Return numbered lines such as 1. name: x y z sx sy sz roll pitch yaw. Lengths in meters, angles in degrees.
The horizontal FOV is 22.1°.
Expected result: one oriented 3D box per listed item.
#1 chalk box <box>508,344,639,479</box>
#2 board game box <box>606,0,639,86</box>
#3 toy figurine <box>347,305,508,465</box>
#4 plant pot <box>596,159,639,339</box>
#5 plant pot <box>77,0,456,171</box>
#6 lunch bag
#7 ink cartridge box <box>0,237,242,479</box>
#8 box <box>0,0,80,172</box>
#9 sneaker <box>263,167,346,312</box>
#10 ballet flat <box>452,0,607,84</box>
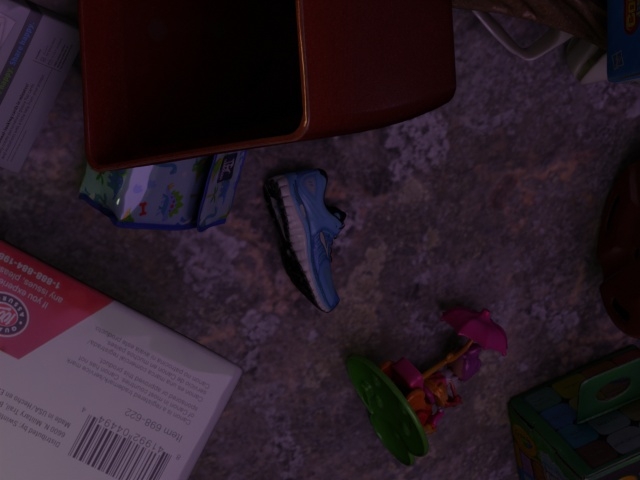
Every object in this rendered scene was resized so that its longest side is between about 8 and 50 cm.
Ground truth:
1. chalk box: 0.335 0.250 1.853 0.180 0.179 0.289 -20 120 -14
2. board game box: 0.425 -0.291 1.598 0.301 0.086 0.308 6 82 -28
3. toy figurine: 0.132 0.144 1.755 0.159 0.130 0.173 -35 147 -17
4. plant pot: 0.459 0.019 1.759 0.265 0.272 0.272 6 112 -20
5. plant pot: -0.031 -0.201 1.381 0.235 0.267 0.267 -2 88 -46
6. lunch bag: -0.132 -0.079 1.522 0.151 0.096 0.129 3 111 -42
7. ink cartridge box: -0.289 0.213 1.454 0.279 0.160 0.385 30 85 -16
8. box: -0.317 -0.156 1.424 0.186 0.038 0.145 22 104 -31
9. sneaker: 0.000 0.000 1.638 0.073 0.063 0.162 -24 123 -17
10. ballet flat: 0.253 -0.223 1.629 0.342 0.116 0.124 15 127 -30
